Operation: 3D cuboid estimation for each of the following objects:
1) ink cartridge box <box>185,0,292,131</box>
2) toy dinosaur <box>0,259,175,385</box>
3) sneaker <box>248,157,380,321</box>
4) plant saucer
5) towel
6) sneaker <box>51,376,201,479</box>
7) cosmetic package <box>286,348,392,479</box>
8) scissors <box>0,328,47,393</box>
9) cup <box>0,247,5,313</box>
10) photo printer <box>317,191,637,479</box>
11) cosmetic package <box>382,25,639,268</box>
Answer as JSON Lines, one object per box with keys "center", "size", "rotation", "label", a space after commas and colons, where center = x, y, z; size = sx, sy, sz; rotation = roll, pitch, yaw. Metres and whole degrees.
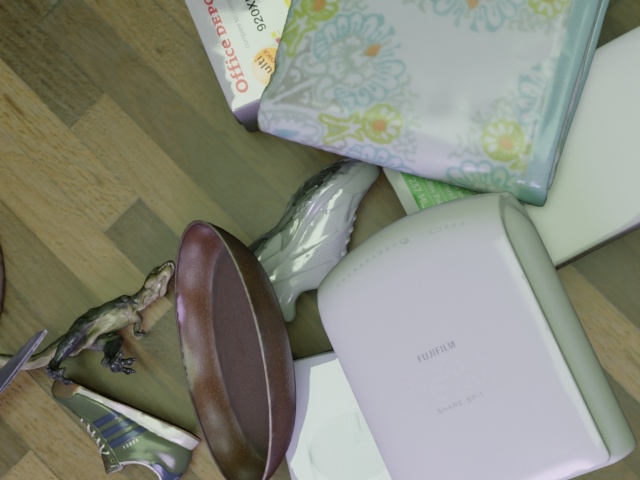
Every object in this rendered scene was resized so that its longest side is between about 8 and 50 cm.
{"center": [-0.021, -0.254, 1.521], "size": [0.233, 0.168, 0.171], "rotation": [-23, 85, 2], "label": "ink cartridge box"}
{"center": [-0.279, 0.121, 1.556], "size": [0.268, 0.118, 0.064], "rotation": [-26, 124, 5], "label": "toy dinosaur"}
{"center": [0.000, 0.000, 1.556], "size": [0.115, 0.090, 0.232], "rotation": [44, 86, -16], "label": "sneaker"}
{"center": [-0.094, 0.127, 1.455], "size": [0.050, 0.310, 0.310], "rotation": [-11, 85, -23], "label": "plant saucer"}
{"center": [0.136, -0.251, 1.373], "size": [0.320, 0.090, 0.374], "rotation": [16, 85, 13], "label": "towel"}
{"center": [-0.246, 0.236, 1.557], "size": [0.192, 0.064, 0.086], "rotation": [24, 83, 2], "label": "sneaker"}
{"center": [0.077, 0.225, 1.498], "size": [0.225, 0.138, 0.224], "rotation": [-13, 85, 5], "label": "cosmetic package"}
{"center": [-0.414, 0.217, 1.555], "size": [0.297, 0.021, 0.109], "rotation": [-31, 77, 19], "label": "scissors"}
{"center": [-0.564, 0.047, 1.511], "size": [0.331, 0.237, 0.331], "rotation": [0, 87, 4], "label": "cup"}
{"center": [0.148, 0.117, 1.340], "size": [0.256, 0.107, 0.307], "rotation": [-27, 84, 29], "label": "photo printer"}
{"center": [0.280, -0.083, 1.451], "size": [0.365, 0.155, 0.197], "rotation": [-30, 82, 10], "label": "cosmetic package"}
